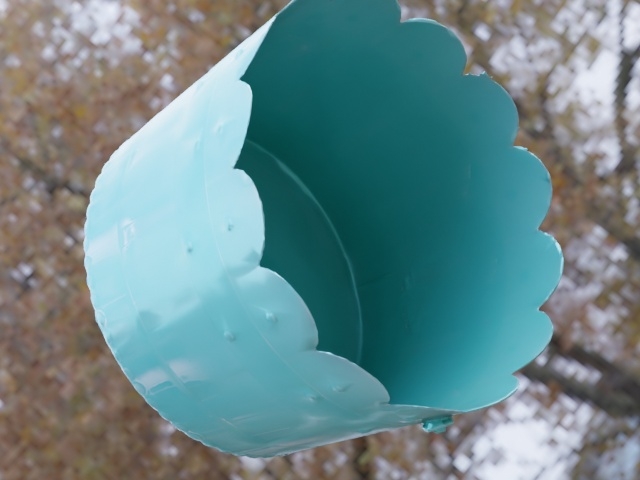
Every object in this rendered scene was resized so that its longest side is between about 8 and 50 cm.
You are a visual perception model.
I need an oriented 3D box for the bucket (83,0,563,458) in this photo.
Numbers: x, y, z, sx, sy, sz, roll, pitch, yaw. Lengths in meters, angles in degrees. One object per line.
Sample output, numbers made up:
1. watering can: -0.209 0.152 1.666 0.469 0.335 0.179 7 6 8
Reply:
1. bucket: 0.000 0.000 1.168 0.183 0.281 0.281 -26 -2 43
